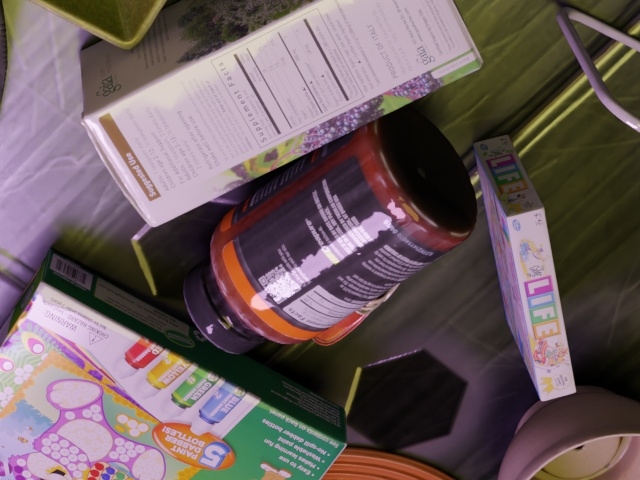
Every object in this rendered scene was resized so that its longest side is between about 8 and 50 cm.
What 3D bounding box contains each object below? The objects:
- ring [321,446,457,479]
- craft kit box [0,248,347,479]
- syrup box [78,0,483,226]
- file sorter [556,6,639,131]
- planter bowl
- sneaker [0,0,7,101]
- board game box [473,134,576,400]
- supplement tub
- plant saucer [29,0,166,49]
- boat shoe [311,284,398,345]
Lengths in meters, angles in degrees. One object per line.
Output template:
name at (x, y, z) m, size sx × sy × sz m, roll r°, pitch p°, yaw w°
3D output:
ring at (-0.005, 0.306, 1.421) m, size 0.336 × 0.032 × 0.336 m, roll -4°, pitch 122°, yaw -6°
craft kit box at (-0.150, 0.166, 1.282) m, size 0.250 × 0.061 × 0.246 m, roll 29°, pitch 115°, yaw -15°
syrup box at (-0.030, -0.113, 1.126) m, size 0.237 × 0.093 × 0.096 m, roll -27°, pitch 122°, yaw 7°
file sorter at (0.298, -0.183, 1.083) m, size 0.173 × 0.193 × 0.278 m, roll 25°, pitch 114°, yaw -18°
planter bowl at (0.201, 0.177, 1.330) m, size 0.162 × 0.109 × 0.162 m, roll -4°, pitch 121°, yaw -7°
sneaker at (-0.246, -0.089, 1.115) m, size 0.089 × 0.051 × 0.170 m, roll -1°, pitch 142°, yaw -17°
board game box at (0.140, 0.019, 1.228) m, size 0.026 × 0.103 × 0.154 m, roll -14°, pitch 123°, yaw 0°
supplement tub at (0.000, 0.000, 1.181) m, size 0.198 × 0.106 × 0.106 m, roll -33°, pitch 122°, yaw 30°
plant saucer at (-0.148, -0.236, 1.062) m, size 0.188 × 0.045 × 0.188 m, roll 26°, pitch 114°, yaw -23°
boat shoe at (0.032, 0.025, 1.250) m, size 0.049 × 0.043 × 0.137 m, roll 26°, pitch 115°, yaw -25°
